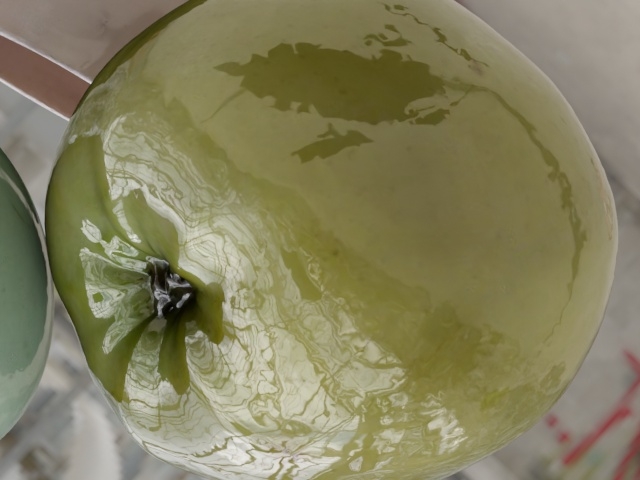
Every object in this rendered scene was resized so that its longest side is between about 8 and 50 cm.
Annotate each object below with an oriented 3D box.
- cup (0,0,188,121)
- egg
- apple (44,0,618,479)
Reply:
[{"bbox_3d":[-0.081,-0.159,1.145,0.253,0.200,0.191,27,172,13],"label":"cup"},{"bbox_3d":[-0.204,0.015,0.928,0.149,0.149,0.192,154,94,-83],"label":"egg"},{"bbox_3d":[0.000,0.000,0.919,0.262,0.262,0.262,42,173,6],"label":"apple"}]
